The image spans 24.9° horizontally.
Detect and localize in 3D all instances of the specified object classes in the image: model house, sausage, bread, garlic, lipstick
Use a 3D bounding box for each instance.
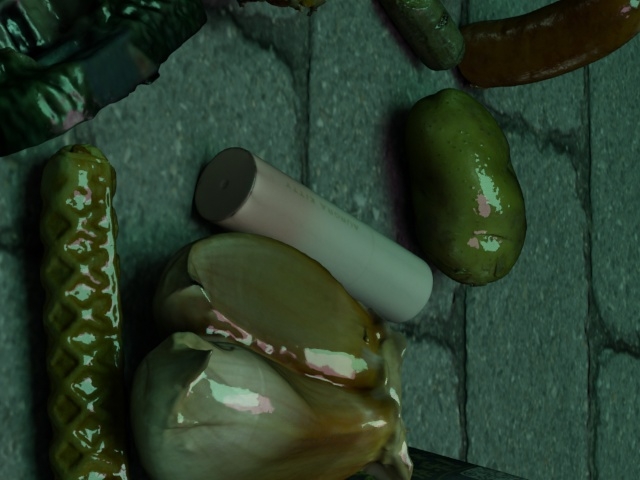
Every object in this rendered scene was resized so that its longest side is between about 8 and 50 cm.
[{"bbox_3d":[-0.288,-0.225,1.195,0.284,0.243,0.298,63,32,-17],"label":"model house"},{"bbox_3d":[0.309,-0.271,1.904,0.109,0.270,0.109,35,46,-47],"label":"sausage"},{"bbox_3d":[-0.219,0.091,1.351,0.077,0.084,0.367,-2,87,-6],"label":"bread"},{"bbox_3d":[-0.063,0.132,1.424,0.313,0.249,0.286,14,83,-35],"label":"garlic"},{"bbox_3d":[0.000,0.000,1.626,0.327,0.087,0.087,30,62,-44],"label":"lipstick"}]

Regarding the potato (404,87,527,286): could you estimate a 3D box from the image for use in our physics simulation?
[{"bbox_3d":[0.177,-0.067,1.815,0.169,0.143,0.248,-82,157,-86],"label":"potato"}]

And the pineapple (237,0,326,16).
[{"bbox_3d":[-0.004,-0.360,1.616,0.272,0.262,0.262,-7,90,-74],"label":"pineapple"}]

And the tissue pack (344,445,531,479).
[{"bbox_3d":[0.081,0.277,1.540,0.185,0.257,0.081,-9,104,-52],"label":"tissue pack"}]

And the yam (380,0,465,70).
[{"bbox_3d":[0.128,-0.285,1.841,0.146,0.070,0.069,52,48,-34],"label":"yam"}]
